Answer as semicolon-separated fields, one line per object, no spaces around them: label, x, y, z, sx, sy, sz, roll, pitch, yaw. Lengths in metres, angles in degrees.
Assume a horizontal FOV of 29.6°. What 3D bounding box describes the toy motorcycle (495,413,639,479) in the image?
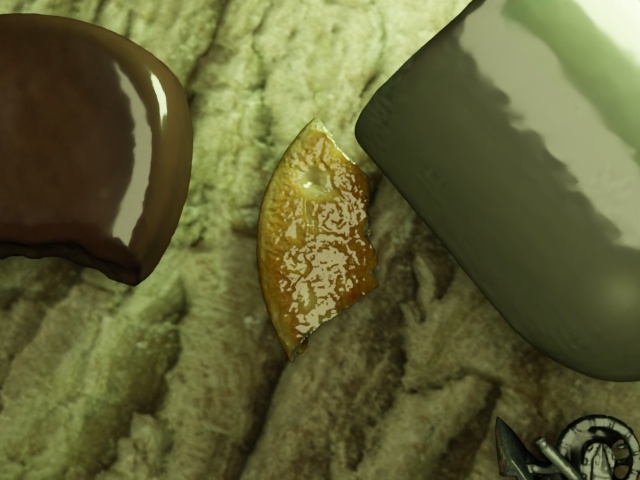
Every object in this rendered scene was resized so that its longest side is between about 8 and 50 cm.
toy motorcycle;0.260;0.333;1.251;0.173;0.108;0.307;-5;79;7

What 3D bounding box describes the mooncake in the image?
mooncake;-0.290;-0.085;1.301;0.325;0.174;0.334;-32;85;0

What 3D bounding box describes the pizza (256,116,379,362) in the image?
pizza;-0.006;-0.004;1.336;0.134;0.056;0.271;-5;80;4

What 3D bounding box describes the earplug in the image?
earplug;0.270;-0.059;1.206;0.312;0.312;0.394;-38;83;-4
